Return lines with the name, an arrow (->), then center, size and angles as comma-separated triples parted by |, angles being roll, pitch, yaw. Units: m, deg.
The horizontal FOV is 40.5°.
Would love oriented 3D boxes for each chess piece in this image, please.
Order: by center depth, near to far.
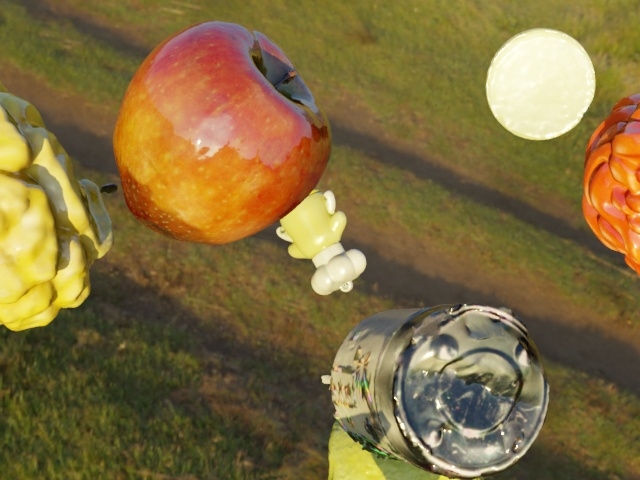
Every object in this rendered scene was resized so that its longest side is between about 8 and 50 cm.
chess piece -> 0.322, -0.230, 1.246 | 0.144, 0.144, 0.251 | 24, 19, 11

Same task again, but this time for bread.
bread -> 0.174, 0.487, 1.735 | 0.307, 0.348, 0.348 | -7, 30, 10

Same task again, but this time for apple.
apple -> -0.109, -0.102, 0.892 | 0.229, 0.230, 0.230 | 12, 32, -8

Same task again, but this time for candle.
candle -> 0.107, 0.166, 1.007 | 0.187, 0.188, 0.330 | 4, -7, -19

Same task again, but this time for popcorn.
popcorn -> -0.429, -0.015, 0.996 | 0.381, 0.349, 0.349 | -35, 52, -15

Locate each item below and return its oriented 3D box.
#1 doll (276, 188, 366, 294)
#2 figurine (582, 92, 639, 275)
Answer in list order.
doll -> 0.000, 0.000, 1.202 | 0.062, 0.106, 0.163 | -6, 64, -59
figurine -> 0.508, -0.031, 0.973 | 0.411, 0.306, 0.241 | 4, -3, -1
